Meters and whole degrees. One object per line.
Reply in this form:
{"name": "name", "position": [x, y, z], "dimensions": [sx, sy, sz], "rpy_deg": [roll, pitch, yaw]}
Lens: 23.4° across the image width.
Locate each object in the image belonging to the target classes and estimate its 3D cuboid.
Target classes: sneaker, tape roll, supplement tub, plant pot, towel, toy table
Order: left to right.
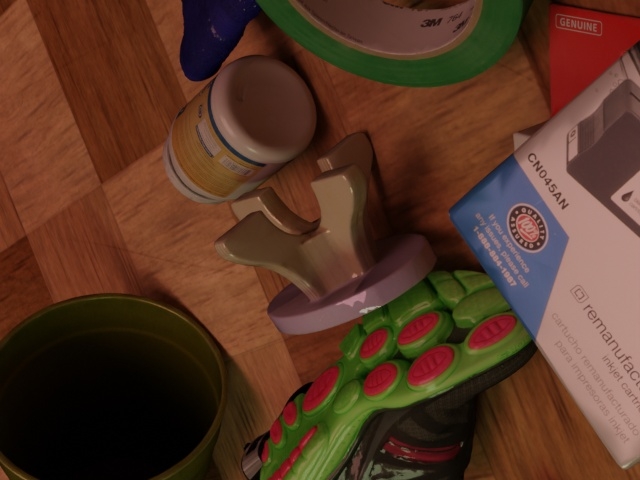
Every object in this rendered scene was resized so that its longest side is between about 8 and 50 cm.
{"name": "plant pot", "position": [-0.322, 0.334, 2.391], "dimensions": [0.366, 0.366, 0.353], "rpy_deg": [44, 150, 31]}
{"name": "supplement tub", "position": [-0.109, -0.137, 1.990], "dimensions": [0.199, 0.144, 0.144], "rpy_deg": [-34, 79, 54]}
{"name": "towel", "position": [-0.094, -0.356, 1.872], "dimensions": [0.308, 0.076, 0.228], "rpy_deg": [136, 132, -56]}
{"name": "toy table", "position": [0.000, 0.000, 1.852], "dimensions": [0.274, 0.252, 0.161], "rpy_deg": [-19, 108, 44]}
{"name": "tape roll", "position": [0.066, -0.297, 1.586], "dimensions": [0.321, 0.077, 0.321], "rpy_deg": [18, 145, 13]}
{"name": "sneaker", "position": [0.112, 0.202, 1.873], "dimensions": [0.483, 0.202, 0.185], "rpy_deg": [-45, 33, 39]}

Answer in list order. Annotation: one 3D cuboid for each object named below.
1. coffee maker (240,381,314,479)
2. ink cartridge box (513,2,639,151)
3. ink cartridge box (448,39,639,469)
{"name": "coffee maker", "position": [-0.011, 0.306, 2.111], "dimensions": [0.171, 0.120, 0.178], "rpy_deg": [56, 144, 16]}
{"name": "ink cartridge box", "position": [0.315, -0.081, 1.515], "dimensions": [0.296, 0.066, 0.261], "rpy_deg": [20, 124, 47]}
{"name": "ink cartridge box", "position": [0.347, -0.036, 1.309], "dimensions": [0.395, 0.166, 0.285], "rpy_deg": [-44, 72, 34]}
